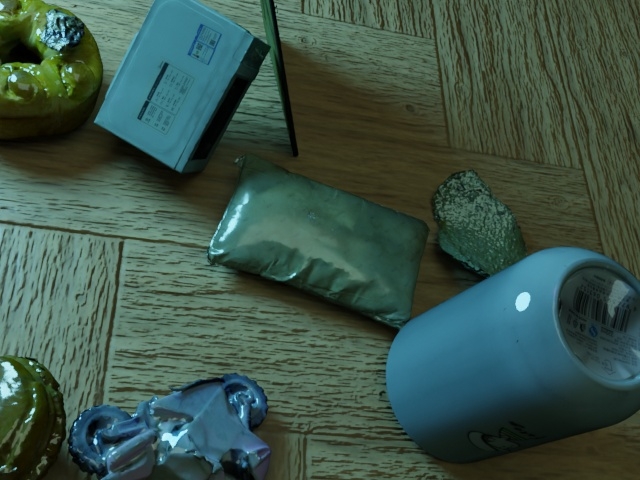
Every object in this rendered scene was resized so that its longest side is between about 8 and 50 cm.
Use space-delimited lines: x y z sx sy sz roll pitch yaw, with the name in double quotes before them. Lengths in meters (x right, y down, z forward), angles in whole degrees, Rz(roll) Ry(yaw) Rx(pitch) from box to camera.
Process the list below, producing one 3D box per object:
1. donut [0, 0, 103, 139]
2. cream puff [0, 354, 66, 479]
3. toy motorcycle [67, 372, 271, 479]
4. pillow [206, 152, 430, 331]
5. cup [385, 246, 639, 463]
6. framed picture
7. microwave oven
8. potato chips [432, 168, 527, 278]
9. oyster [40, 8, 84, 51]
"donut" -0.414 -0.238 1.074 0.227 0.114 0.226 8 56 -12
"cream puff" -0.338 0.202 0.820 0.150 0.115 0.165 12 59 25
"toy motorcycle" -0.138 0.255 0.859 0.239 0.108 0.204 -15 65 -25
"pillow" 0.000 0.000 1.083 0.302 0.075 0.185 21 60 -6
"cup" 0.231 0.138 0.915 0.205 0.312 0.205 9 66 -19
"framed picture" -0.072 -0.314 1.104 0.014 0.338 0.255 -12 62 -2
"microwave oven" -0.186 -0.217 1.069 0.162 0.208 0.122 31 10 3
"potato chips" 0.253 0.000 1.176 0.167 0.059 0.228 10 52 -19
"oyster" -0.345 -0.281 1.044 0.054 0.019 0.083 9 55 -14
